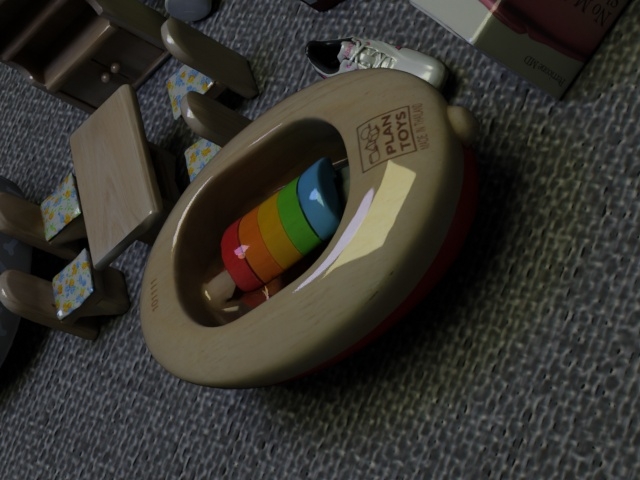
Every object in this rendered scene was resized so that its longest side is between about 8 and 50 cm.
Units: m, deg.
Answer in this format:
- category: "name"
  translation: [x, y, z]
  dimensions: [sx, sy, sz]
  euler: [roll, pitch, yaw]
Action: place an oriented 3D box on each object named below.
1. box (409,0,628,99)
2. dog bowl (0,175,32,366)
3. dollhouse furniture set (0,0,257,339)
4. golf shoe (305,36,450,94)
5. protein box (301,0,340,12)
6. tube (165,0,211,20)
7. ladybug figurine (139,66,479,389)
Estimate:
- category: "box"
  translation: [0.223, -0.281, 1.534]
  dimensions: [0.232, 0.149, 0.127]
  euler: [-56, 42, 10]
- category: "dog bowl"
  translation: [-0.498, 0.056, 2.118]
  dimensions: [0.349, 0.102, 0.348]
  euler: [-29, 55, 50]
- category: "dollhouse furniture set"
  translation: [-0.297, -0.154, 1.939]
  dimensions: [0.362, 0.256, 0.394]
  euler: [-41, 46, 26]
- category: "golf shoe"
  translation: [0.058, -0.184, 1.710]
  dimensions: [0.186, 0.086, 0.067]
  euler: [12, 78, 47]
- category: "protein box"
  translation: [0.027, -0.412, 1.818]
  dimensions: [0.201, 0.136, 0.199]
  euler: [-22, 55, 38]
- category: "tube"
  translation: [-0.172, -0.402, 2.089]
  dimensions: [0.070, 0.062, 0.240]
  euler: [-3, 57, 7]
- category: "ladybug figurine"
  translation: [0.000, 0.000, 1.617]
  dimensions: [0.449, 0.162, 0.305]
  euler: [-31, 50, 34]
